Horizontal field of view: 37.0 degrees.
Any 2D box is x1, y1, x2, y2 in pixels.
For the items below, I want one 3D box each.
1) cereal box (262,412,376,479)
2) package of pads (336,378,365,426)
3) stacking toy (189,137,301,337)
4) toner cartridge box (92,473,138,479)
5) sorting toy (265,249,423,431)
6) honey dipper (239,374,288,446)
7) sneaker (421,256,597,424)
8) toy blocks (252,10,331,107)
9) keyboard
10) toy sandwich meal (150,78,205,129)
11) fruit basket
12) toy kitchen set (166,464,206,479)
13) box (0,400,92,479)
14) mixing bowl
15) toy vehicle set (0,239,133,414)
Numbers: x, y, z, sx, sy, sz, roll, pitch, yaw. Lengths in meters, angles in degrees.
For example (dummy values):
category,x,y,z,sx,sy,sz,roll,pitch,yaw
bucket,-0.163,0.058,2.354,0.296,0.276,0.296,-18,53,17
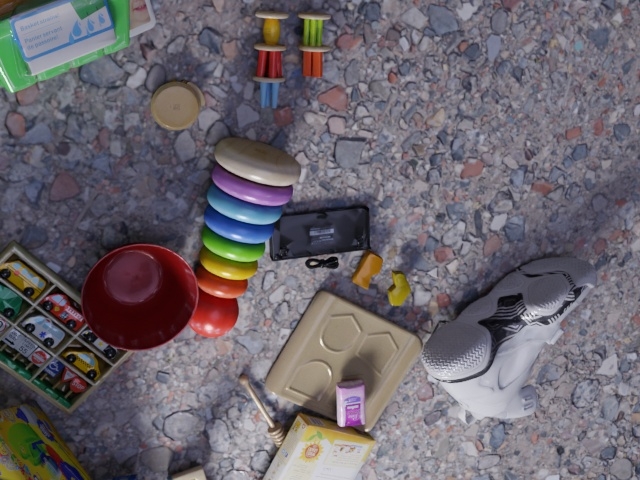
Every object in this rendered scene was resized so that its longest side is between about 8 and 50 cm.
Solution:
category,x,y,z,sx,sy,sz,roll,pitch,yaw
cereal box,-0.023,0.444,1.766,0.173,0.047,0.240,22,101,-38
package of pads,0.054,0.291,1.717,0.050,0.032,0.083,-5,108,-11
stacking toy,-0.142,0.009,1.540,0.141,0.141,0.330,11,109,-22
toner cartridge box,-0.371,0.582,1.608,0.165,0.075,0.347,-6,85,-9
sorting toy,0.066,0.178,1.725,0.229,0.041,0.307,28,98,-21
honey dipper,-0.104,0.304,1.715,0.030,0.030,0.160,-32,113,-6
sneaker,0.372,0.192,1.785,0.366,0.137,0.210,-33,123,-9
toy blocks,-0.046,-0.283,1.504,0.123,0.054,0.148,-3,110,-18
keyboard,0.000,0.000,1.643,0.180,0.023,0.108,-7,105,-16
toy sandwich meal,-0.223,-0.213,1.484,0.086,0.029,0.085,-6,115,-14
fruit basket,-0.388,-0.383,1.237,0.327,0.165,0.353,-28,134,-26
toy kitchen set,-0.230,0.525,1.673,0.122,0.166,0.207,-18,114,-13
box,-0.454,0.418,1.435,0.177,0.279,0.290,-36,87,-3
mixing bowl,-0.293,0.075,1.524,0.181,0.098,0.181,-6,110,-17
toy vehicle set,-0.446,0.143,1.531,0.166,0.035,0.267,-45,117,1
